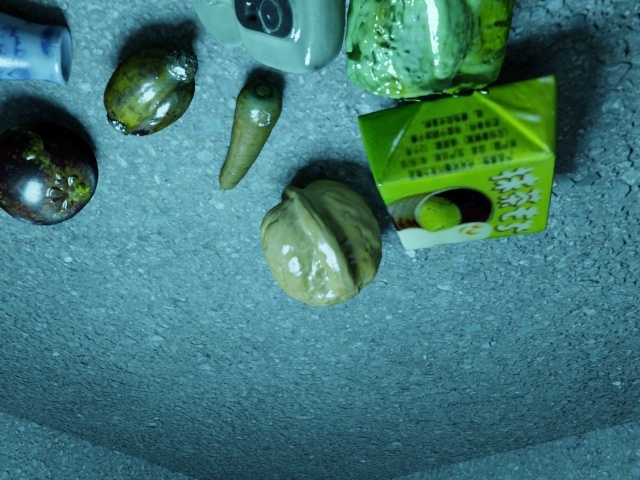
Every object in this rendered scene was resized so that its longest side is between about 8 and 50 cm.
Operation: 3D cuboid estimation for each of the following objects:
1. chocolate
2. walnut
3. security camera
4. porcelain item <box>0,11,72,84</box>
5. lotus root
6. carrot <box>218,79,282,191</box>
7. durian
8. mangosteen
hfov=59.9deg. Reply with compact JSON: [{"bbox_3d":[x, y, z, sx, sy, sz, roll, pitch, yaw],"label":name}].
[{"bbox_3d":[0.235,-0.105,0.908,0.289,0.137,0.301,-9,156,15],"label":"chocolate"},{"bbox_3d":[0.000,0.000,1.060,0.224,0.257,0.257,-31,136,-6],"label":"walnut"},{"bbox_3d":[-0.093,-0.305,0.696,0.301,0.080,0.157,29,137,36],"label":"security camera"},{"bbox_3d":[-0.520,-0.298,0.839,0.259,0.141,0.141,4,140,-10],"label":"porcelain item"},{"bbox_3d":[-0.267,-0.241,0.886,0.209,0.120,0.120,-28,129,32],"label":"lotus root"},{"bbox_3d":[-0.140,-0.165,0.999,0.078,0.078,0.298,18,144,-14],"label":"carrot"},{"bbox_3d":[0.135,-0.292,0.676,0.204,0.256,0.339,20,135,14],"label":"durian"},{"bbox_3d":[-0.522,-0.132,1.015,0.217,0.192,0.192,28,146,24],"label":"mangosteen"}]
